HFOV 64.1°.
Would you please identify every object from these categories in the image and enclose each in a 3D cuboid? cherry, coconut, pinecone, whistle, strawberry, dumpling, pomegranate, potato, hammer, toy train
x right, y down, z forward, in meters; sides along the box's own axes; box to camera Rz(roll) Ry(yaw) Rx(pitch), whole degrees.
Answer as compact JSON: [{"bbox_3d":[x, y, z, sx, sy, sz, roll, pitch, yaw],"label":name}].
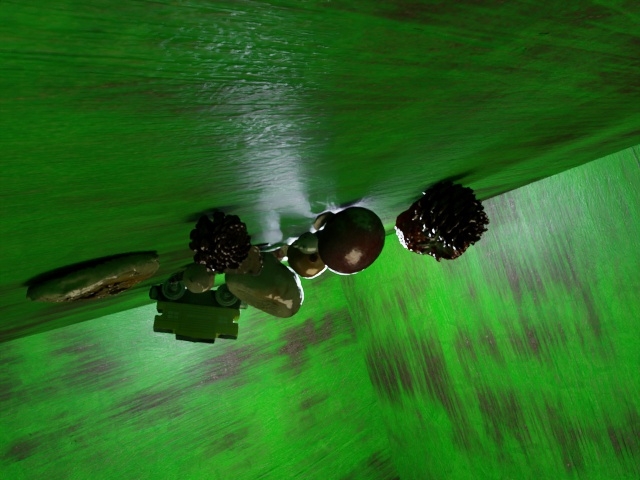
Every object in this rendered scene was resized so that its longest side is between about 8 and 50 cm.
[{"bbox_3d":[0.106,-0.001,1.699,0.212,0.236,0.285,24,163,1],"label":"cherry"},{"bbox_3d":[-0.466,0.143,1.967,0.116,0.116,0.122,-18,180,9],"label":"coconut"},{"bbox_3d":[-0.226,0.003,1.118,0.140,0.141,0.120,-13,-158,-43],"label":"pinecone"},{"bbox_3d":[0.000,0.000,2.063,0.244,0.092,0.110,-10,-158,-23],"label":"whistle"},{"bbox_3d":[0.469,-0.081,2.125,0.311,0.268,0.351,8,-149,8],"label":"strawberry"},{"bbox_3d":[0.465,-0.091,1.802,0.224,0.272,0.224,-31,147,-23],"label":"pinecone"},{"bbox_3d":[-0.279,0.056,1.801,0.166,0.086,0.332,25,152,-29],"label":"dumpling"},{"bbox_3d":[-0.048,0.065,2.181,0.191,0.192,0.191,-17,175,-1],"label":"pomegranate"},{"bbox_3d":[0.006,-0.074,1.651,0.037,0.036,0.093,27,129,-28],"label":"potato"},{"bbox_3d":[-0.519,0.138,2.173,0.226,0.041,0.158,-13,176,-32],"label":"hammer"},{"bbox_3d":[-0.546,0.320,2.286,0.441,0.273,0.179,8,162,-12],"label":"toy train"}]

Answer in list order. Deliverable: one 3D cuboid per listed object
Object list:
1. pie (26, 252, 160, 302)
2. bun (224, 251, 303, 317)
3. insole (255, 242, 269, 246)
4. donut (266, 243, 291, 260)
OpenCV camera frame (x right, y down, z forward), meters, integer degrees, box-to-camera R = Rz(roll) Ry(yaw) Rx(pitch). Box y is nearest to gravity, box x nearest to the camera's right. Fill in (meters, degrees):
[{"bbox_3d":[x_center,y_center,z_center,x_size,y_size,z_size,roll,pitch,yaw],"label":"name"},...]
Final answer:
[{"bbox_3d":[-0.594,0.112,1.360,0.338,0.077,0.339,-17,175,-2],"label":"pie"},{"bbox_3d":[-0.229,0.177,2.186,0.364,0.220,0.365,23,161,9],"label":"bun"},{"bbox_3d":[-0.328,0.049,1.971,0.309,0.012,0.110,-14,173,-32],"label":"insole"},{"bbox_3d":[-0.178,0.061,2.341,0.165,0.065,0.117,-18,174,23],"label":"donut"}]
